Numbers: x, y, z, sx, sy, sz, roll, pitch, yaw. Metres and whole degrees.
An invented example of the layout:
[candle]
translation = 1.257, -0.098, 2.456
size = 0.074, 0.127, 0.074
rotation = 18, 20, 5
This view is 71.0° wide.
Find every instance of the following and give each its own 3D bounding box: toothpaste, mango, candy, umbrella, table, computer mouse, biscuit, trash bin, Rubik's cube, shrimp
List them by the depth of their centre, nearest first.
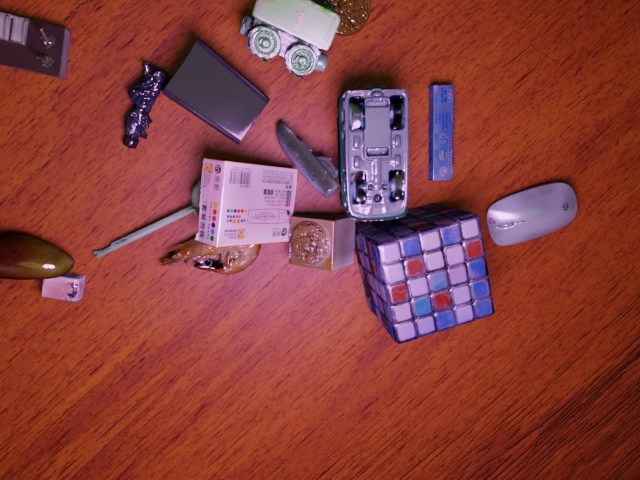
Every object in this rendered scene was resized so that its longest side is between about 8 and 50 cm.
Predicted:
[table]
translation = -0.754, -0.485, 1.079
size = 0.240, 0.111, 0.122
rotation = 9, 98, -11
[mango]
translation = -0.786, 0.040, 1.166
size = 0.267, 0.133, 0.111
rotation = 6, 117, -8
[umbrella]
translation = -0.473, -0.351, 1.177
size = 0.080, 0.071, 0.224
rotation = 31, 104, 25
[trash bin]
translation = -0.267, -0.381, 1.180
size = 0.225, 0.115, 0.165
rotation = 35, 94, -16
[biscuit]
translation = 0.020, -0.632, 1.213
size = 0.236, 0.039, 0.180
rotation = 3, 108, -10
[candy]
translation = -0.426, -0.050, 1.236
size = 0.440, 0.119, 0.119
rotation = -26, 104, 4
[Rubik's cube]
translation = 0.276, 0.076, 1.268
size = 0.287, 0.292, 0.293
rotation = -15, 105, -7
[shrimp]
translation = -0.307, 0.044, 1.288
size = 0.287, 0.063, 0.152
rotation = -20, 115, -6
[toothpaste]
translation = 0.355, -0.316, 1.328
size = 0.066, 0.053, 0.272
rotation = -4, 102, -4
[computer mouse]
translation = 0.667, -0.083, 1.402
size = 0.288, 0.097, 0.159
rotation = -20, 106, -6

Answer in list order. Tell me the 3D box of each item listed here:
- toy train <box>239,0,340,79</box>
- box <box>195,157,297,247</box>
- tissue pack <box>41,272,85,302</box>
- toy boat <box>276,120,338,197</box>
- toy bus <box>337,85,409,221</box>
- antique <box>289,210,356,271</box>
[toy train]
translation = -0.077, -0.539, 1.149
size = 0.243, 0.132, 0.188
rotation = 19, 114, -14
[box]
translation = -0.185, -0.098, 1.185
size = 0.274, 0.091, 0.221
rotation = -2, 103, -52
[tissue pack]
translation = -0.706, 0.124, 1.232
size = 0.094, 0.059, 0.074
rotation = 11, 101, -11
[toy boat]
translation = -0.036, -0.232, 1.232
size = 0.085, 0.078, 0.260
rotation = -38, 77, -6
[toy bus]
translation = 0.135, -0.236, 1.229
size = 0.183, 0.199, 0.344
rotation = -2, 101, -6
[antique]
translation = 0.000, 0.000, 1.256
size = 0.152, 0.148, 0.147
rotation = 7, 104, 32
